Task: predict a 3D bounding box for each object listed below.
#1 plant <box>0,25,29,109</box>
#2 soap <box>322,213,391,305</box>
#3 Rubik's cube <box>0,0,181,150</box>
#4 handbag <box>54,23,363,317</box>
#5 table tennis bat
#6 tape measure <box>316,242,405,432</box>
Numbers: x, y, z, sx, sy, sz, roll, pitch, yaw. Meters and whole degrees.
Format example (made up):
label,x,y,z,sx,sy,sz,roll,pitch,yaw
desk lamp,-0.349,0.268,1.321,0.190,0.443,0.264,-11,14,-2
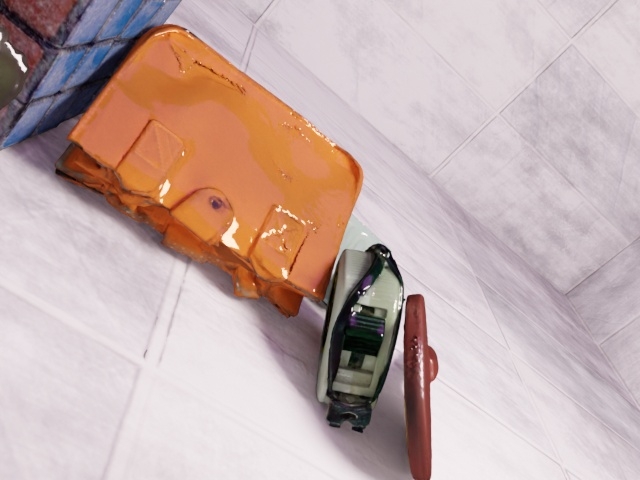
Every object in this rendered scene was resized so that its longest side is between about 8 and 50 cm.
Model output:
label,x,y,z,sx,sy,sz,roll,pitch,yaw
plant,-0.427,-0.157,0.531,0.188,0.199,0.276,44,19,9
soap,0.000,0.000,1.103,0.261,0.094,0.150,42,54,-4
Rubik's cube,-0.396,-0.370,0.787,0.344,0.344,0.337,42,20,-11
handbag,-0.138,-0.105,0.915,0.410,0.116,0.303,34,51,-20
table tennis bat,0.160,0.215,0.962,0.415,0.051,0.267,11,76,-79
tape measure,0.065,0.124,0.904,0.115,0.207,0.235,13,25,-3
